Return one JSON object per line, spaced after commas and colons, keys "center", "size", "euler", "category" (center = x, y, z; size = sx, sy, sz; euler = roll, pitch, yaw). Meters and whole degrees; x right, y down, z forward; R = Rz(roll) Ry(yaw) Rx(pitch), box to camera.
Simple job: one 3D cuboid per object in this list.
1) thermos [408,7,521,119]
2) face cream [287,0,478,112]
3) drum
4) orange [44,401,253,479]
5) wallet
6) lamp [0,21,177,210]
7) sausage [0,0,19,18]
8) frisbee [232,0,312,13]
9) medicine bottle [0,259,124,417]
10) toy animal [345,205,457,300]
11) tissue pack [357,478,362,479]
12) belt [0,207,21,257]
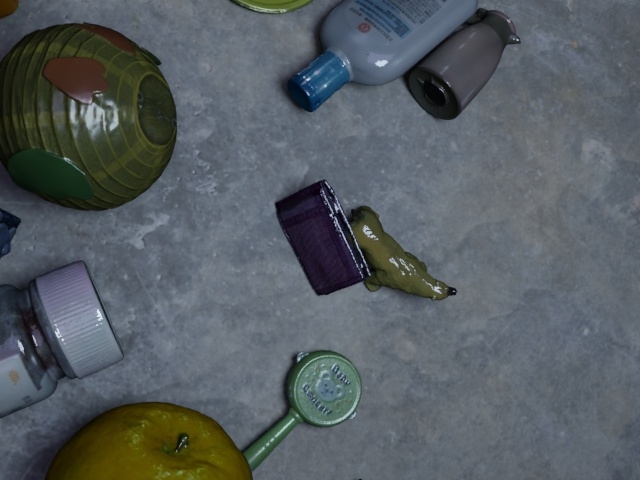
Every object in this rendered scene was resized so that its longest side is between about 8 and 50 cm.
{"center": [0.231, -0.309, 1.193], "size": [0.137, 0.105, 0.193], "euler": [36, 72, 23], "category": "thermos"}
{"center": [0.089, -0.326, 1.144], "size": [0.337, 0.080, 0.163], "euler": [-43, 71, -14], "category": "face cream"}
{"center": [-0.030, 0.284, 1.096], "size": [0.130, 0.049, 0.253], "euler": [35, 78, -10], "category": "drum"}
{"center": [-0.222, 0.347, 0.935], "size": [0.279, 0.279, 0.235], "euler": [20, 109, -13], "category": "orange"}
{"center": [-0.001, 0.000, 1.100], "size": [0.030, 0.111, 0.166], "euler": [-27, 92, -51], "category": "wallet"}
{"center": [-0.332, -0.161, 0.966], "size": [0.284, 0.250, 0.250], "euler": [-3, 86, 24], "category": "lamp"}
{"center": [-0.555, -0.344, 0.976], "size": [0.274, 0.105, 0.105], "euler": [-9, 88, -16], "category": "sausage"}
{"center": [-0.086, -0.477, 1.155], "size": [0.236, 0.017, 0.236], "euler": [1, 85, -15], "category": "frisbee"}
{"center": [-0.414, 0.144, 0.945], "size": [0.273, 0.165, 0.165], "euler": [-21, 92, -16], "category": "medicine bottle"}
{"center": [0.107, 0.026, 1.126], "size": [0.218, 0.101, 0.103], "euler": [45, 75, -8], "category": "toy animal"}
{"center": [0.119, 0.576, 1.083], "size": [0.361, 0.122, 0.259], "euler": [42, 79, -11], "category": "tissue pack"}
{"center": [-0.466, -0.007, 0.915], "size": [0.122, 0.218, 0.128], "euler": [29, 83, -7], "category": "belt"}
